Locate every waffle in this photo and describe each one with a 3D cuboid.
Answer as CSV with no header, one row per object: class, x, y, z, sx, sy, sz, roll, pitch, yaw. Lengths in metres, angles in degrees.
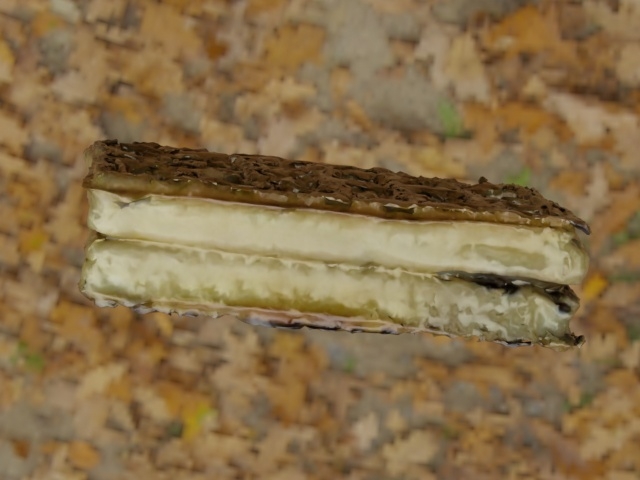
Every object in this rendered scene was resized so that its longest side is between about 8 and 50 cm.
waffle,0.000,-0.001,1.200,0.308,0.213,0.091,5,97,-7
